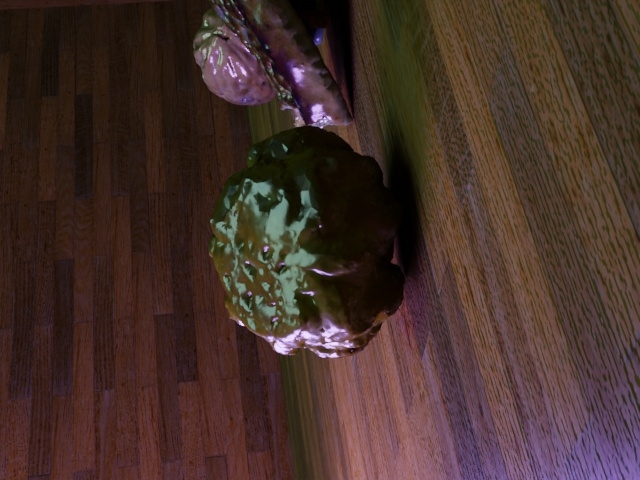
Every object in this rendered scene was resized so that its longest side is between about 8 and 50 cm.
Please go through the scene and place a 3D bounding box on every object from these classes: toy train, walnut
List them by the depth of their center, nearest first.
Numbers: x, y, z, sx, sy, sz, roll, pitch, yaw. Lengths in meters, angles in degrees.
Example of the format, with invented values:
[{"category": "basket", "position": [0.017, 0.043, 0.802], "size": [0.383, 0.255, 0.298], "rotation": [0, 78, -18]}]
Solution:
[{"category": "toy train", "position": [-0.039, -0.368, 1.480], "size": [0.219, 0.089, 0.127], "rotation": [-104, 16, -58]}, {"category": "walnut", "position": [-0.143, -0.356, 1.904], "size": [0.245, 0.198, 0.198], "rotation": [25, -121, -76]}]

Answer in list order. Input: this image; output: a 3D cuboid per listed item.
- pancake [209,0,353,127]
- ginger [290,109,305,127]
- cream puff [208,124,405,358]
[{"category": "pancake", "position": [-0.112, -0.321, 1.364], "size": [0.427, 0.067, 0.305], "rotation": [56, 169, -8]}, {"category": "ginger", "position": [-0.023, -0.192, 1.658], "size": [0.069, 0.051, 0.174], "rotation": [-96, -1, -61]}, {"category": "cream puff", "position": [-0.011, 0.007, 1.060], "size": [0.244, 0.196, 0.244], "rotation": [-20, 59, 37]}]
